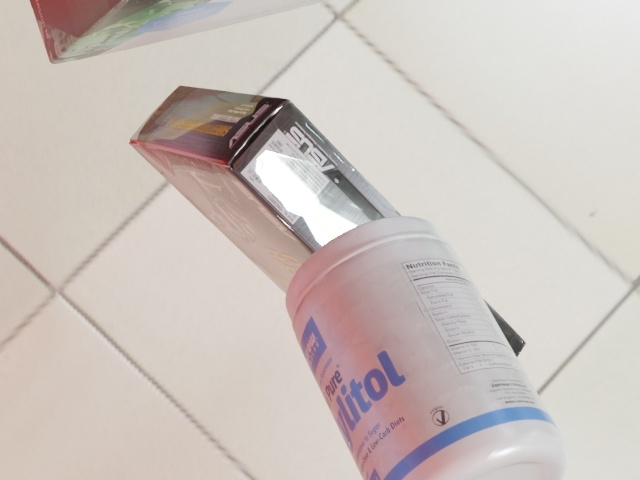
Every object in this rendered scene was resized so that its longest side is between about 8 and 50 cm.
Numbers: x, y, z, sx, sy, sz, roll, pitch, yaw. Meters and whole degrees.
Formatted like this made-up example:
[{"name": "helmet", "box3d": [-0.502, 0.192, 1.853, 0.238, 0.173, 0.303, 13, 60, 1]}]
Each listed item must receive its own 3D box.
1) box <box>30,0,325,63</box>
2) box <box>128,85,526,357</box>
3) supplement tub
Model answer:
[{"name": "box", "box3d": [-0.005, -0.178, 0.778, 0.232, 0.322, 0.058, -18, 90, -25]}, {"name": "box", "box3d": [0.000, 0.000, 0.928, 0.231, 0.183, 0.056, 45, 77, -25]}, {"name": "supplement tub", "box3d": [0.037, 0.052, 0.530, 0.071, 0.071, 0.107, -21, 56, -10]}]
